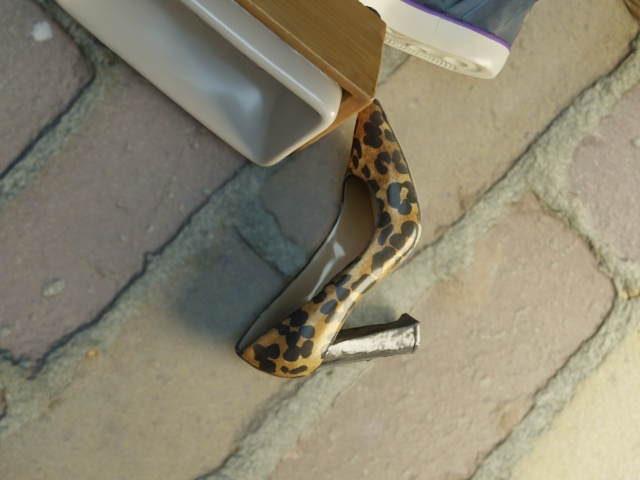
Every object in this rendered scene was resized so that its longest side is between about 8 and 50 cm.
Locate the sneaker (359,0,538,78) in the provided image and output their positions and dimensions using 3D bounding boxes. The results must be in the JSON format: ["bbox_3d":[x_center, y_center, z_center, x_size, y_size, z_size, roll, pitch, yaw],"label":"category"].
[{"bbox_3d":[0.081,-0.320,1.430,0.322,0.130,0.236,22,87,-16],"label":"sneaker"}]

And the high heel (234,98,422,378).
[{"bbox_3d":[0.000,0.000,1.415,0.186,0.093,0.261,-8,98,-21],"label":"high heel"}]

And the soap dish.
[{"bbox_3d":[-0.092,-0.207,1.340,0.291,0.229,0.118,38,70,-10],"label":"soap dish"}]

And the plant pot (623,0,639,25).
[{"bbox_3d":[0.466,-0.287,1.473,0.323,0.323,0.280,42,95,-9],"label":"plant pot"}]
